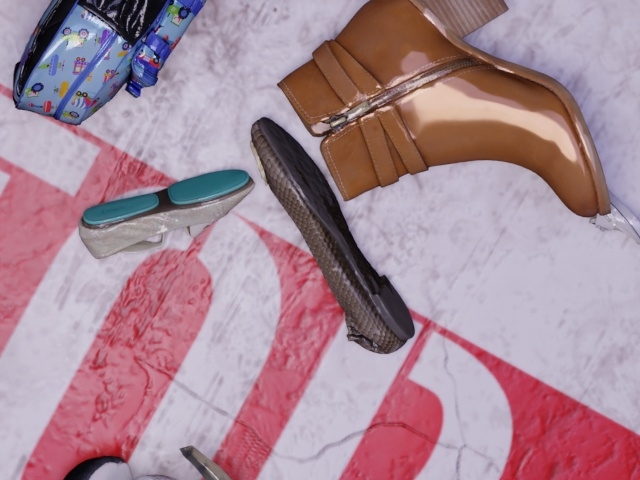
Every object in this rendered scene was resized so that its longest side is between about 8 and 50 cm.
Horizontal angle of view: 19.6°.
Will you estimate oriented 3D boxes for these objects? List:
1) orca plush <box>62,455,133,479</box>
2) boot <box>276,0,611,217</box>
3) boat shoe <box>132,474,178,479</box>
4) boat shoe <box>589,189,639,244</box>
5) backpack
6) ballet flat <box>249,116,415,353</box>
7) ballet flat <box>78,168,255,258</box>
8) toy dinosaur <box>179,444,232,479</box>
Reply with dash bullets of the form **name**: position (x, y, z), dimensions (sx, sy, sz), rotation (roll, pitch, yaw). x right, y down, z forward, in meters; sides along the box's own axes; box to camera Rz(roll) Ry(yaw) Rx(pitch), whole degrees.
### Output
- **orca plush**: position (-0.229, 0.339, 1.710), dimensions (0.151, 0.102, 0.287), rotation (-18, 107, -48)
- **boot**: position (0.114, -0.096, 1.686), dimensions (0.220, 0.109, 0.283), rotation (-34, 91, -3)
- **boat shoe**: position (-0.146, 0.381, 1.659), dimensions (0.119, 0.121, 0.335), rotation (-22, 100, -42)
- **boat shoe**: position (0.269, -0.026, 1.743), dimensions (0.100, 0.035, 0.035), rotation (45, 95, -2)
- **backpack**: position (-0.195, -0.173, 1.634), dimensions (0.117, 0.158, 0.173), rotation (32, 84, -10)
- **ballet flat**: position (0.000, 0.000, 1.707), dimensions (0.058, 0.084, 0.250), rotation (-30, 99, 21)
- **ballet flat**: position (-0.139, -0.023, 1.708), dimensions (0.168, 0.057, 0.052), rotation (-14, 121, 0)
- **toy dinosaur**: position (-0.051, 0.298, 1.702), dimensions (0.118, 0.064, 0.268), rotation (-18, 108, -29)
